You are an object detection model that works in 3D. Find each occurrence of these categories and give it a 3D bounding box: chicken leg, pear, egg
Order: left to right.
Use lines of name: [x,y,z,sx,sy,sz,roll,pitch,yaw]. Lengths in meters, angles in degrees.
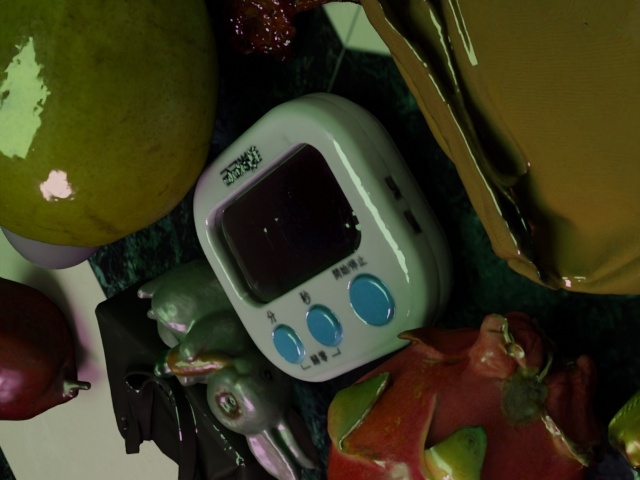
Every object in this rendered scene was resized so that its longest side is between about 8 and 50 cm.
egg: [-0.312,-0.050,1.180,0.146,0.146,0.198,46,142,22]
pear: [-0.216,-0.145,0.916,0.253,0.253,0.307,29,119,36]
chicken leg: [-0.027,-0.208,0.875,0.093,0.053,0.205,50,150,-17]

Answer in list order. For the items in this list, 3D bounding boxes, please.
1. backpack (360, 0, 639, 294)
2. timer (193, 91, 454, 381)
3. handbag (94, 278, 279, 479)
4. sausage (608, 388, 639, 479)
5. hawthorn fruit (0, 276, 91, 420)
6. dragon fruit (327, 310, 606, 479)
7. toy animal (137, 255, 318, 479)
backpack: [0.174,-0.166,0.559,0.353,0.201,0.378,-36,83,50]
timer: [0.000,0.000,0.914,0.262,0.087,0.237,-32,84,49]
handbag: [-0.164,0.217,1.184,0.285,0.113,0.257,42,141,25]
sausage: [0.285,0.097,0.622,0.317,0.125,0.117,123,151,-45]
hawthorn fruit: [-0.434,0.164,1.391,0.248,0.208,0.208,27,131,7]
dragon fruit: [0.116,0.168,0.784,0.227,0.224,0.224,-34,82,41]
toy animal: [-0.081,0.131,1.024,0.127,0.125,0.251,-44,71,16]
